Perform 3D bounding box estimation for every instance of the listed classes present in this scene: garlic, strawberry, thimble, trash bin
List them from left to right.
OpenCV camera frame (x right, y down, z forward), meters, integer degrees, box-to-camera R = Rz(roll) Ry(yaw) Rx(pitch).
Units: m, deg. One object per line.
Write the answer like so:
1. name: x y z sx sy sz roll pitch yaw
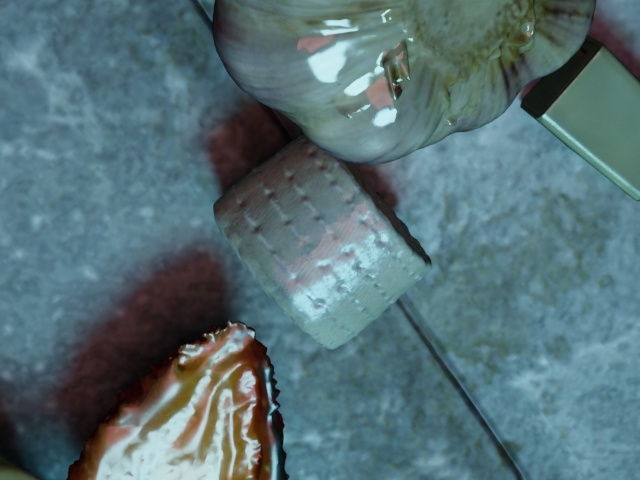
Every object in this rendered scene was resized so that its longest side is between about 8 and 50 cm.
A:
1. strawberry: -0.087 0.141 0.867 0.140 0.085 0.192 -12 107 -2
2. thimble: 0.000 0.000 0.829 0.090 0.102 0.115 -40 78 6
3. garlic: 0.041 -0.162 0.760 0.245 0.160 0.245 -16 123 -26
4. trash bin: 0.181 -0.075 0.858 0.092 0.043 0.061 38 99 -17

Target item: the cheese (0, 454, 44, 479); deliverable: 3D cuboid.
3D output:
1. cheese: -0.278 0.342 0.816 0.383 0.104 0.384 -8 105 -34
